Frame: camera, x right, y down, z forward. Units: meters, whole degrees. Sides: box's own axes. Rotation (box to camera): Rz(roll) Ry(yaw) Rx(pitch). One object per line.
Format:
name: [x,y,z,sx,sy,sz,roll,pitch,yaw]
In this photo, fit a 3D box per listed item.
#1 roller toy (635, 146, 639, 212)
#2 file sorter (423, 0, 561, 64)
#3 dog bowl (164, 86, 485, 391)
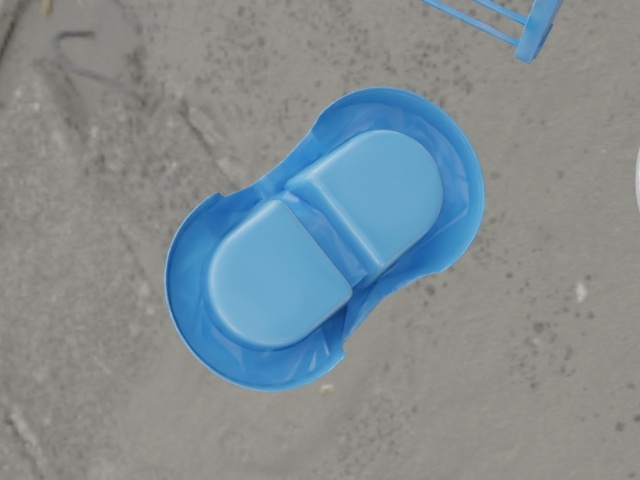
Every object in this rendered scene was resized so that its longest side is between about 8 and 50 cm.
roller toy: [0.450,-0.072,1.174,0.146,0.209,0.191,11,128,54]
file sorter: [0.098,-0.185,0.536,0.104,0.170,0.118,28,86,7]
dog bowl: [0.000,0.000,0.882,0.166,0.297,0.074,52,160,-2]
